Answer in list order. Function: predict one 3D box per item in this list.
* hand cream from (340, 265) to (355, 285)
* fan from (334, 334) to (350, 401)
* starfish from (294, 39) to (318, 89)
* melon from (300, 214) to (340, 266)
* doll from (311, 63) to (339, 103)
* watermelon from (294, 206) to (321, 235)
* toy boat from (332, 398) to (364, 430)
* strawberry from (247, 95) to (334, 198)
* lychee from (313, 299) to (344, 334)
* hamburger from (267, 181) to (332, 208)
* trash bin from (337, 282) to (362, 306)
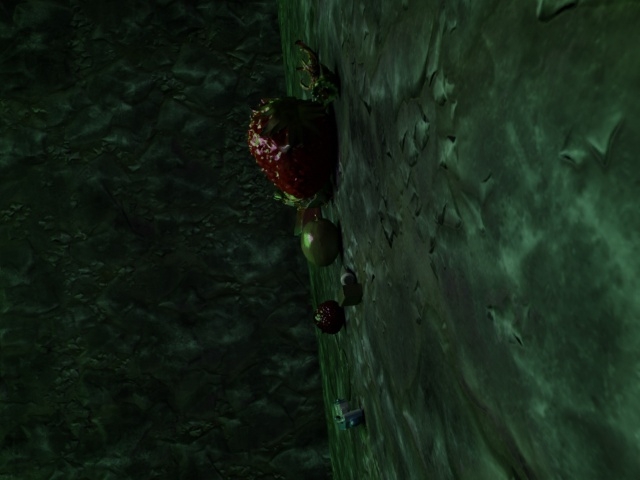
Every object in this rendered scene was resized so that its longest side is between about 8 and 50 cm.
[{"bbox_3d":[0.082,0.115,1.589,0.194,0.042,0.067,-93,-11,-88],"label":"hand cream"},{"bbox_3d":[0.095,0.510,2.098,0.223,0.012,0.294,95,166,-67],"label":"fan"},{"bbox_3d":[-0.049,-0.637,1.810,0.190,0.074,0.146,96,165,-68],"label":"starfish"},{"bbox_3d":[0.000,0.000,1.762,0.139,0.139,0.192,-110,11,-68],"label":"melon"},{"bbox_3d":[0.027,-0.441,1.407,0.078,0.076,0.113,49,-127,-42],"label":"doll"},{"bbox_3d":[-0.050,-0.140,2.401,0.193,0.140,0.257,149,122,-76],"label":"watermelon"},{"bbox_3d":[0.093,0.597,1.771,0.215,0.088,0.102,104,149,-70],"label":"toy boat"},{"bbox_3d":[-0.102,-0.296,1.659,0.343,0.292,0.292,99,165,-52],"label":"strawberry"},{"bbox_3d":[0.034,0.290,1.926,0.129,0.123,0.123,-59,13,8],"label":"lychee"},{"bbox_3d":[-0.076,-0.191,1.879,0.214,0.235,0.125,-97,12,-65],"label":"hamburger"},{"bbox_3d":[0.085,0.157,1.463,0.092,0.061,0.043,101,162,-68],"label":"trash bin"}]
